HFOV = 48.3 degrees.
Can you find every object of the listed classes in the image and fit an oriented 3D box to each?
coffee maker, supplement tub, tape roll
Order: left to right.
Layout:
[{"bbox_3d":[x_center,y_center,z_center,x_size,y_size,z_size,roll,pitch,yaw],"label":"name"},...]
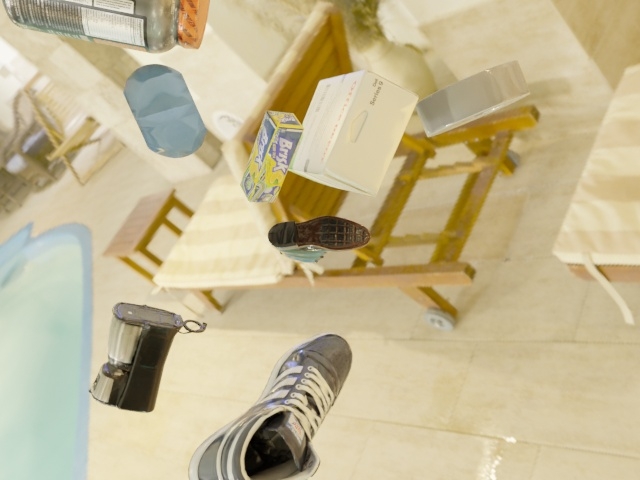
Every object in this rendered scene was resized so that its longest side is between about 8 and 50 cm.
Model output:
[{"bbox_3d":[-0.351,-0.426,1.201,0.193,0.316,0.193,-170,90,-84],"label":"supplement tub"},{"bbox_3d":[-0.323,0.223,1.326,0.120,0.171,0.178,-58,-15,-78],"label":"coffee maker"},{"bbox_3d":[0.303,-0.282,1.434,0.219,0.072,0.219,-23,2,1],"label":"tape roll"}]

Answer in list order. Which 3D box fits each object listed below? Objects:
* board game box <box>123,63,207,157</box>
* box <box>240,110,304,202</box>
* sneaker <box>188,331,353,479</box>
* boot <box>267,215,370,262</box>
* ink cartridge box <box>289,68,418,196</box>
[{"bbox_3d":[-0.276,-0.219,1.239,0.033,0.168,0.133,-16,11,45],"label":"board game box"},{"bbox_3d":[-0.090,-0.150,1.303,0.054,0.059,0.169,58,136,40],"label":"box"},{"bbox_3d":[-0.026,0.208,0.879,0.282,0.099,0.153,-41,6,-34],"label":"sneaker"},{"bbox_3d":[0.000,0.000,1.563,0.219,0.106,0.082,1,72,4],"label":"boot"},{"bbox_3d":[0.052,-0.210,1.417,0.211,0.122,0.289,-67,18,2],"label":"ink cartridge box"}]
